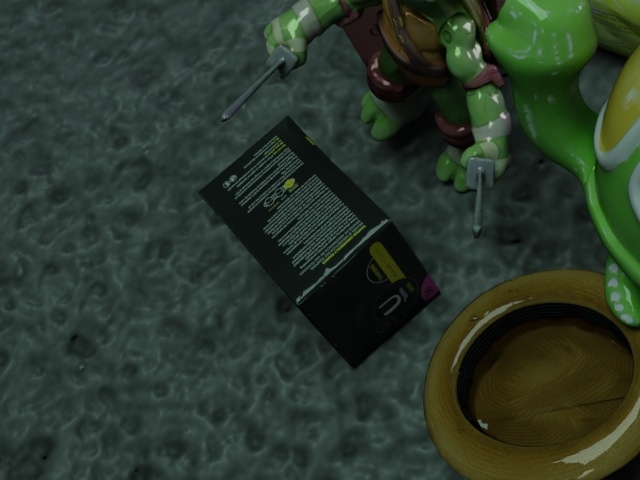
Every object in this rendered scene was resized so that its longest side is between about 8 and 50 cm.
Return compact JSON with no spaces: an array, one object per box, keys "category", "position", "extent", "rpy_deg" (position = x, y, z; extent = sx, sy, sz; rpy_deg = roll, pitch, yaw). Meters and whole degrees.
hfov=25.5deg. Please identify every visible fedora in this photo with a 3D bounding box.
[{"category":"fedora","position":[0.174,0.113,1.039],"extent":[0.194,0.079,0.194],"rpy_deg":[-16,53,23]}]

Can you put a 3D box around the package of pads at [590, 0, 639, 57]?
[{"category":"package of pads","position":[0.350,-0.233,1.158],"extent":[0.296,0.101,0.229],"rpy_deg":[29,75,38]}]

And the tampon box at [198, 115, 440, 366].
[{"category":"tampon box","position":[0.000,0.000,1.170],"extent":[0.101,0.120,0.161],"rpy_deg":[-41,51,-2]}]

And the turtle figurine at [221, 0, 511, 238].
[{"category":"turtle figurine","position":[0.053,-0.103,1.104],"extent":[0.197,0.266,0.275],"rpy_deg":[2,74,13]}]

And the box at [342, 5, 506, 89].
[{"category":"box","position":[0.083,-0.248,1.214],"extent":[0.148,0.232,0.127],"rpy_deg":[-10,57,21]}]

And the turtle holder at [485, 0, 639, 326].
[{"category":"turtle holder","position":[0.294,-0.081,0.955],"extent":[0.243,0.227,0.320],"rpy_deg":[-28,55,-18]}]
